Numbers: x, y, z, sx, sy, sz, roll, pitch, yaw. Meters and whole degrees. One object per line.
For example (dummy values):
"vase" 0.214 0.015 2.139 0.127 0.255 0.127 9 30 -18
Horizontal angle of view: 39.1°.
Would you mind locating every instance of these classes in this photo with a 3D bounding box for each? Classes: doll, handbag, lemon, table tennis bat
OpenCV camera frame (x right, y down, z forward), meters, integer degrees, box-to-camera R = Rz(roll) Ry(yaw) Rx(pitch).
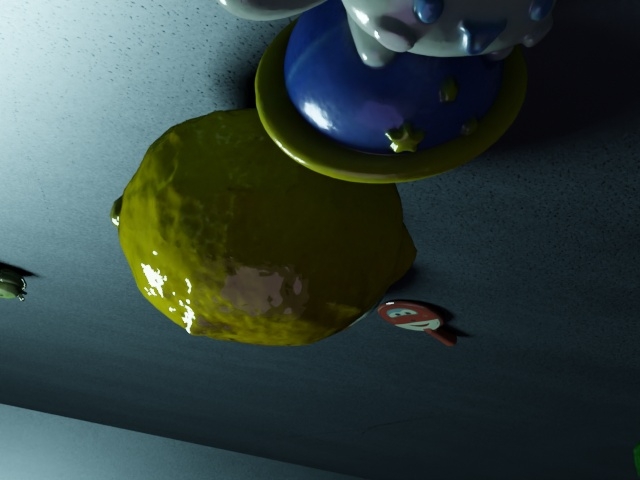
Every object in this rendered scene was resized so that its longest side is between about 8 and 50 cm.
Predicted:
"doll" 0.089 -0.157 0.593 0.310 0.160 0.243 -14 143 -3
"handbag" -0.526 0.065 1.450 0.111 0.047 0.072 16 157 -9
"lemon" -0.050 -0.013 0.842 0.288 0.234 0.233 9 157 -2
"table tennis bat" 0.151 0.121 1.340 0.098 0.019 0.154 -13 145 43

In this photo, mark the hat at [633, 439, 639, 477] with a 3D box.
"hat" 0.699 0.370 1.499 0.285 0.285 0.400 26 179 -33

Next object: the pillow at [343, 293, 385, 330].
"pillow" -0.045 0.063 1.210 0.233 0.086 0.214 25 147 -25
